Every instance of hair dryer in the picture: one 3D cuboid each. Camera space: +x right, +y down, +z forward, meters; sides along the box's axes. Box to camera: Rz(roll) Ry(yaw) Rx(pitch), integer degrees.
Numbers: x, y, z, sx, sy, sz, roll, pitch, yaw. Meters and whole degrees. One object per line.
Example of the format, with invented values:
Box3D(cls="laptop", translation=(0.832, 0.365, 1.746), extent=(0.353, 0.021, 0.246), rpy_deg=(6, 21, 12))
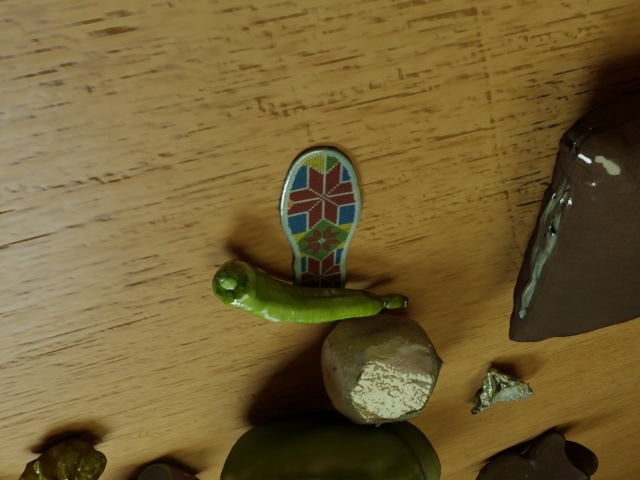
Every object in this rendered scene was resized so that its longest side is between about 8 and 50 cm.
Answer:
Box3D(cls="hair dryer", translation=(-0.237, 0.331, 0.699), extent=(0.154, 0.054, 0.106), rpy_deg=(-15, 148, 6))

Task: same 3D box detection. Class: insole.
Box3D(cls="insole", translation=(0.000, 0.000, 0.444), extent=(0.065, 0.006, 0.193), rpy_deg=(-12, 141, -12))

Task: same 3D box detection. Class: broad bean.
Box3D(cls="broad bean", translation=(0.013, 0.254, 0.596), extent=(0.238, 0.119, 0.291), rpy_deg=(-4, 170, -21))

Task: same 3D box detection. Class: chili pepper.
Box3D(cls="chili pepper", translation=(-0.011, 0.051, 0.465), extent=(0.208, 0.043, 0.049), rpy_deg=(13, 106, -41))

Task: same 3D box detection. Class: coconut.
Box3D(cls="coconut", translation=(0.067, 0.127, 0.543), extent=(0.124, 0.110, 0.110), rpy_deg=(-5, 139, -16))

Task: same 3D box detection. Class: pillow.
Box3D(cls="pillow", translation=(0.319, -0.035, 0.479), extent=(0.305, 0.108, 0.308), rpy_deg=(-23, 145, -7))

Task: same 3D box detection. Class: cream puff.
Box3D(cls="cream puff", translation=(-0.262, 0.241, 0.559), extent=(0.083, 0.058, 0.083), rpy_deg=(-16, 144, -11))

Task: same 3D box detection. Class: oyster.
Box3D(cls="oyster", translation=(0.267, 0.236, 0.824), extent=(0.146, 0.045, 0.121), rpy_deg=(5, 132, -41))

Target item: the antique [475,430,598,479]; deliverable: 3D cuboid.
Box3D(cls="antique", translation=(0.474, 0.511, 1.194), extent=(0.257, 0.121, 0.143), rpy_deg=(-30, 149, 10))
